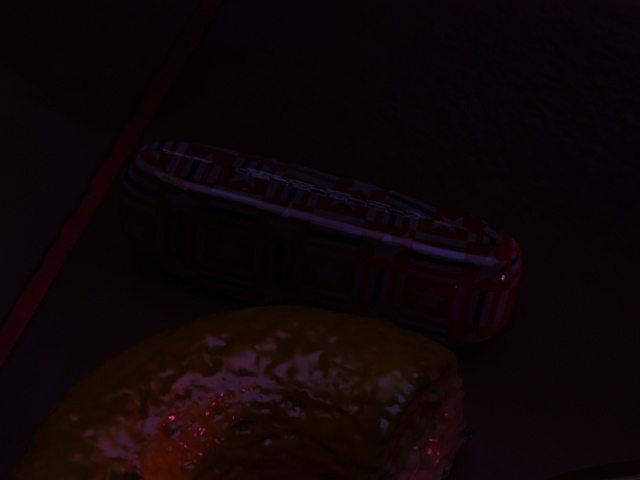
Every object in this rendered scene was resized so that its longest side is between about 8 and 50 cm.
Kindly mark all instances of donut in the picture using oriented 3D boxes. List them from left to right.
[{"bbox_3d":[-0.059,0.114,0.735,0.152,0.101,0.259,24,53,21],"label":"donut"}]

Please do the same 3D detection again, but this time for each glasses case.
[{"bbox_3d":[0.000,0.000,0.852,0.194,0.073,0.049,15,48,5],"label":"glasses case"}]

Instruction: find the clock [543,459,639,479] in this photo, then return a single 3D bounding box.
[{"bbox_3d":[0.130,0.228,0.622,0.318,0.080,0.318,-5,61,10],"label":"clock"}]
